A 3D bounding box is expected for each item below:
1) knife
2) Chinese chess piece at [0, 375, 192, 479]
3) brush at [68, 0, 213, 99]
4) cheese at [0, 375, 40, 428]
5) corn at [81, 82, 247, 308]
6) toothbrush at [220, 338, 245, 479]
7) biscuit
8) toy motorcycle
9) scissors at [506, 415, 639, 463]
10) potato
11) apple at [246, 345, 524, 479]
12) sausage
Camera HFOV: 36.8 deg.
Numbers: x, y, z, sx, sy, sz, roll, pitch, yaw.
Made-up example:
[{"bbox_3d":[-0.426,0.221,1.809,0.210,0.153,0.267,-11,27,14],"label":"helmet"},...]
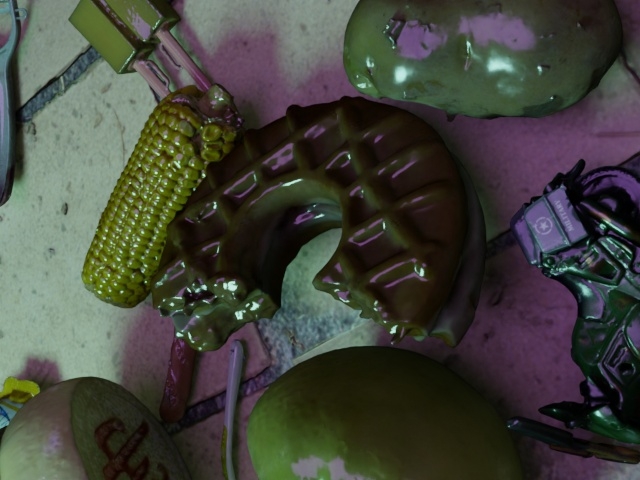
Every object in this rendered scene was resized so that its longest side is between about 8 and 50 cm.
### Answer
[{"bbox_3d":[-0.435,-0.183,1.310,0.123,0.053,0.278,-3,92,26],"label":"knife"},{"bbox_3d":[-0.249,0.287,1.103,0.112,0.270,0.270,-33,76,9],"label":"Chinese chess piece"},{"bbox_3d":[-0.198,-0.226,1.175,0.233,0.047,0.103,49,115,9],"label":"brush"},{"bbox_3d":[-0.407,0.322,1.314,0.177,0.069,0.270,6,97,30],"label":"cheese"},{"bbox_3d":[-0.187,-0.049,1.136,0.119,0.119,0.322,41,115,22],"label":"corn"},{"bbox_3d":[-0.107,0.248,1.160,0.022,0.026,0.263,16,101,62],"label":"toothbrush"},{"bbox_3d":[-0.003,-0.016,0.979,0.366,0.115,0.268,0,62,34],"label":"biscuit"},{"bbox_3d":[0.260,0.068,0.879,0.187,0.124,0.275,-29,76,19],"label":"toy motorcycle"},{"bbox_3d":[0.214,0.176,0.852,0.088,0.220,0.017,5,76,36],"label":"scissors"},{"bbox_3d":[0.148,-0.192,0.907,0.262,0.165,0.165,-1,93,19],"label":"potato"},{"bbox_3d":[0.049,0.247,0.934,0.291,0.254,0.292,3,96,26],"label":"apple"},{"bbox_3d":[-0.173,0.155,1.187,0.036,0.042,0.158,10,102,-8],"label":"sausage"}]
